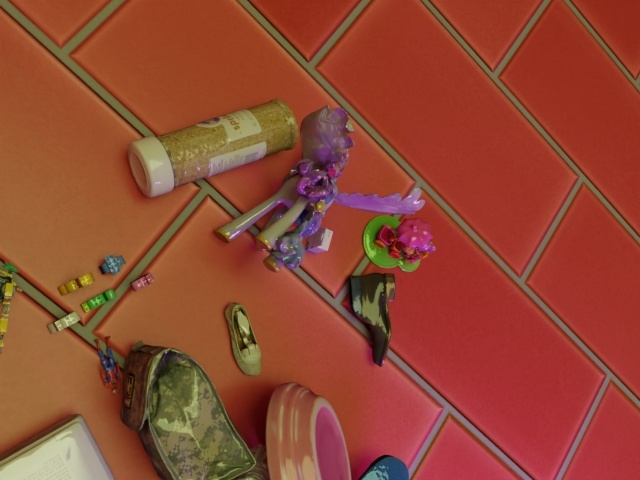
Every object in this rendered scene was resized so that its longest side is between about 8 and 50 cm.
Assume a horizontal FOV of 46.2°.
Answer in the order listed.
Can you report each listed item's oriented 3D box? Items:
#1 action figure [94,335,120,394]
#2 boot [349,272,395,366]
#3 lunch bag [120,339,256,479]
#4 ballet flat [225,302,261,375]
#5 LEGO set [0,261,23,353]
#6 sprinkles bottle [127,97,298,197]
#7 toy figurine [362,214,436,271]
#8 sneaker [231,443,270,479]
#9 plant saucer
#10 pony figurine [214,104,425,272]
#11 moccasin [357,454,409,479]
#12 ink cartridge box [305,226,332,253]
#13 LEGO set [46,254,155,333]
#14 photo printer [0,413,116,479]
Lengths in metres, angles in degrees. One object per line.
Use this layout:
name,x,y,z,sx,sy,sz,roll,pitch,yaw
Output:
action figure,-0.418,0.249,1.481,0.038,0.030,0.115,-14,92,-33
boot,0.112,0.181,1.751,0.106,0.082,0.219,6,84,-4
lunch bag,-0.279,0.328,1.422,0.169,0.235,0.287,-29,97,-24
ballet flat,-0.163,0.214,1.602,0.057,0.052,0.168,-22,94,-28
LEGO set,-0.666,0.147,1.273,0.255,0.192,0.331,35,69,-19
sprinkles bottle,-0.222,-0.200,1.590,0.355,0.121,0.121,-23,94,-28
toy figurine,0.210,0.007,1.762,0.173,0.159,0.130,36,69,-19
sneaker,-0.132,0.463,1.457,0.108,0.292,0.169,44,62,-2
plant saucer,-0.012,0.446,1.510,0.084,0.332,0.332,-15,90,13
pony figurine,-0.012,-0.105,1.571,0.363,0.351,0.303,-49,117,-19
moccasin,0.068,0.619,1.635,0.138,0.117,0.342,37,72,-5
ink cartridge box,0.000,0.000,1.697,0.028,0.083,0.048,22,74,-23
LEGO set,-0.431,0.089,1.457,0.227,0.093,0.087,-30,97,-27
photo printer,-0.485,0.512,1.364,0.256,0.107,0.307,-29,97,-27
